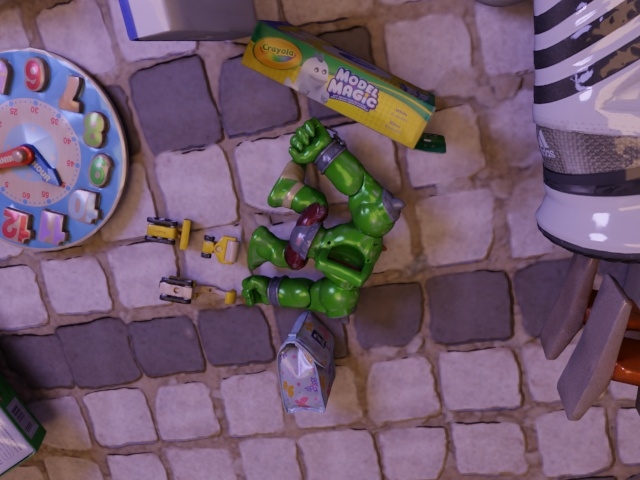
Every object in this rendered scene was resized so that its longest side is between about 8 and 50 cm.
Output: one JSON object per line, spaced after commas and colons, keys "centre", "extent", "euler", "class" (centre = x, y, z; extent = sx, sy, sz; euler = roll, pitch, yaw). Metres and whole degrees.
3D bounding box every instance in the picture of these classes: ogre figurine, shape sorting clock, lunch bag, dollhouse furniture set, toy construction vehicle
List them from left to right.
{"centre": [-0.294, -0.089, 0.641], "extent": [0.206, 0.040, 0.206], "euler": [3, 108, 8], "class": "shape sorting clock"}
{"centre": [-0.132, 0.021, 0.656], "extent": [0.098, 0.035, 0.085], "euler": [7, 97, 4], "class": "toy construction vehicle"}
{"centre": [-0.013, 0.122, 0.644], "extent": [0.053, 0.071, 0.083], "euler": [-6, 105, 13], "class": "lunch bag"}
{"centre": [0.000, 0.000, 0.592], "extent": [0.118, 0.097, 0.197], "euler": [29, 99, 12], "class": "ogre figurine"}
{"centre": [0.313, 0.047, 0.466], "extent": [0.262, 0.259, 0.135], "euler": [13, 112, 5], "class": "dollhouse furniture set"}

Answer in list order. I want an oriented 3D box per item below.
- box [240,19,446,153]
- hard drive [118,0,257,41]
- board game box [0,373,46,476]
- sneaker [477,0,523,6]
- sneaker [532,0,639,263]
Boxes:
{"centre": [0.031, -0.130, 0.539], "extent": [0.179, 0.105, 0.043], "euler": [28, 110, -1], "class": "box"}
{"centre": [-0.120, -0.309, 0.452], "extent": [0.040, 0.210, 0.318], "euler": [-8, 106, 12], "class": "hard drive"}
{"centre": [-0.503, 0.216, 0.666], "extent": [0.316, 0.064, 0.242], "euler": [-34, 100, -9], "class": "board game box"}
{"centre": [0.208, -0.335, 0.422], "extent": [0.135, 0.150, 0.366], "euler": [31, 110, 0], "class": "sneaker"}
{"centre": [0.350, -0.157, 0.402], "extent": [0.448, 0.169, 0.257], "euler": [-14, 109, -4], "class": "sneaker"}
